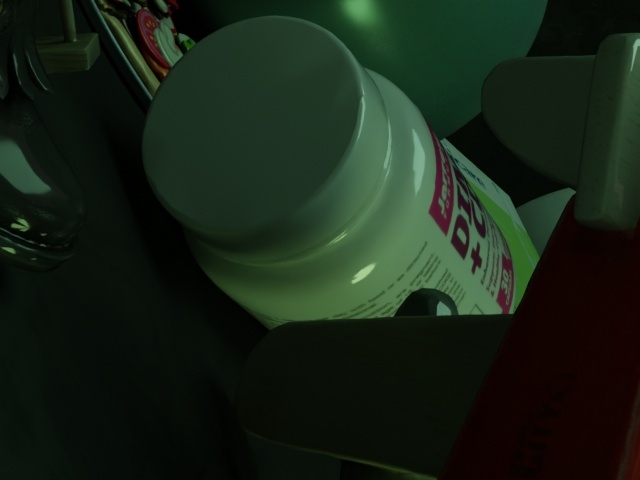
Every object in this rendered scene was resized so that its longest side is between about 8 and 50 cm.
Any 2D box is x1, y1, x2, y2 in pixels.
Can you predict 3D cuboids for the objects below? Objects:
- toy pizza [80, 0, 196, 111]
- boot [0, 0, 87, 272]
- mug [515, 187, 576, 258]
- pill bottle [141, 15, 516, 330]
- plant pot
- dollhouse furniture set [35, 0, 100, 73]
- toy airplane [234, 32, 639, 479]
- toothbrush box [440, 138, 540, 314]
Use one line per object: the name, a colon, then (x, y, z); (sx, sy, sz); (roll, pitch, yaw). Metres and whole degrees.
toy pizza: (-0.116, -0.149, 1.122); (0.201, 0.032, 0.201); (59, 9, -16)
boot: (-0.091, -0.137, 0.600); (0.263, 0.229, 0.091); (59, 10, -19)
mug: (0.290, 0.140, 1.782); (0.374, 0.276, 0.328); (119, -41, -63)
pill bottle: (0.011, -0.012, 1.015); (0.283, 0.160, 0.160); (46, 18, -59)
plant pot: (0.009, -0.246, 1.361); (0.235, 0.293, 0.293); (35, 26, -49)
dollhouse furniture set: (-0.167, -0.171, 0.715); (0.129, 0.129, 0.183); (-89, 174, -73)
toy airplane: (0.145, 0.102, 0.722); (0.272, 0.384, 0.386); (41, 19, -38)
toothbrush box: (0.130, 0.042, 1.543); (0.206, 0.122, 0.283); (36, 26, -45)
